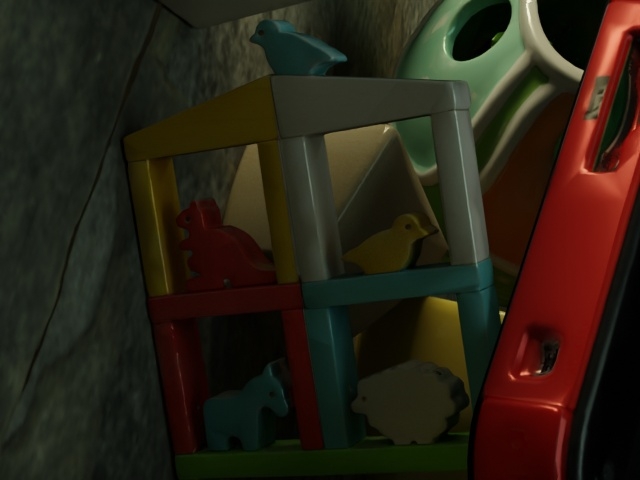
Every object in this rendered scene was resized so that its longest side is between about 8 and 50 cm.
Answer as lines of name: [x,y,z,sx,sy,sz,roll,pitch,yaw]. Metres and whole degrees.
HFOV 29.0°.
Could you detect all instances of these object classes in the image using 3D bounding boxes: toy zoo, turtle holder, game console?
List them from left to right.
toy zoo: [-0.003,0.031,0.650,0.030,0.192,0.293,-16,98,-65]
turtle holder: [0.182,-0.112,0.912,0.320,0.243,0.227,-54,170,-32]
game console: [0.225,0.067,0.728,0.342,0.060,0.387,48,53,-39]

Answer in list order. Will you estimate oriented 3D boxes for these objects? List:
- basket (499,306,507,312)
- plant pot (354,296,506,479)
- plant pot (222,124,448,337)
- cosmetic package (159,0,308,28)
basket: [0.224,0.056,1.209,0.167,0.113,0.103,58,39,-41]
plant pot: [0.134,0.171,0.866,0.254,0.254,0.239,13,88,-63]
plant pot: [0.000,0.000,0.772,0.096,0.109,0.109,-59,137,-35]
cosmetic package: [-0.024,-0.232,0.632,0.224,0.224,0.138,30,58,-60]
